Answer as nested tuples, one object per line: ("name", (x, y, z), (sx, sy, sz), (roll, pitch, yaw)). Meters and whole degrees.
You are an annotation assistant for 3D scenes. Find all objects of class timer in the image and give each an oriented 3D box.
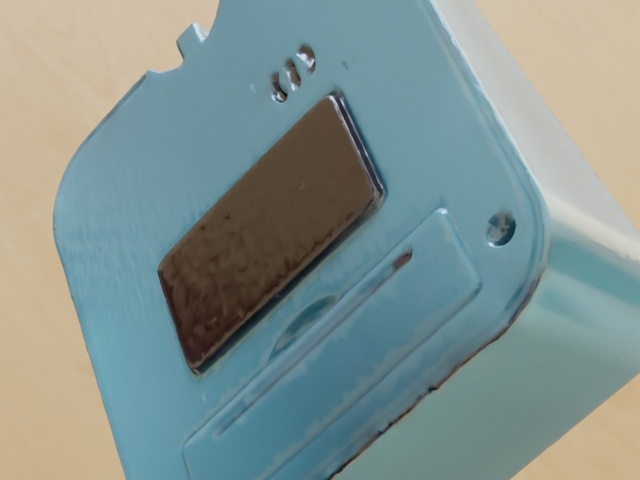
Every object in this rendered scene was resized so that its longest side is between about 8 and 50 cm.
("timer", (0.000, 0.000, 0.717), (0.232, 0.091, 0.250), (-43, 51, 25))
